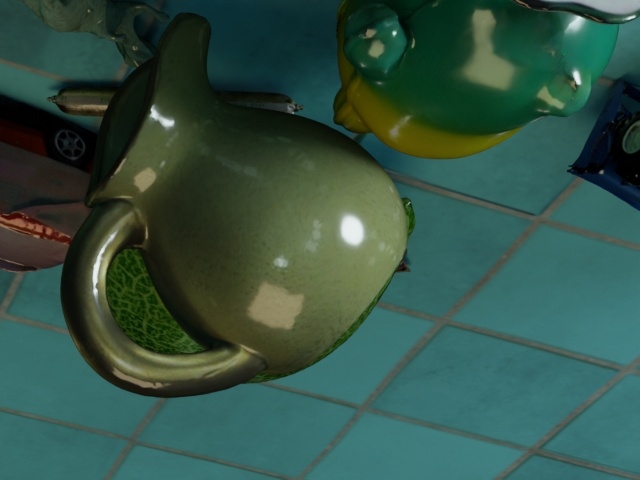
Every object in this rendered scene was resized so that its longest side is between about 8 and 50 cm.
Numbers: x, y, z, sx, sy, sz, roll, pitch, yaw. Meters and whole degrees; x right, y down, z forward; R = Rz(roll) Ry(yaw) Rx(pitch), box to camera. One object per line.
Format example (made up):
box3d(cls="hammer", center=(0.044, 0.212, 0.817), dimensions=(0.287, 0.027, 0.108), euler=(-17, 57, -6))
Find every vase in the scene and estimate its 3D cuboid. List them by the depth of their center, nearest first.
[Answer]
box3d(cls="vase", center=(-0.106, -0.003, 1.689), dimensions=(0.302, 0.329, 0.241), euler=(40, 153, -8))

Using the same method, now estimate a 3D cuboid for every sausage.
box3d(cls="sausage", center=(-0.151, -0.141, 1.902), dimensions=(0.269, 0.033, 0.033), euler=(2, 146, 4))

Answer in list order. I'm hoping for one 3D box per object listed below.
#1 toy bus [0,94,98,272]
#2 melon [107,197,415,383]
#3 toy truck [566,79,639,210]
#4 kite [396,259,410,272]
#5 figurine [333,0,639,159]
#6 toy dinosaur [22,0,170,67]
box3d(cls="toy bus", center=(-0.371, -0.072, 1.940), dimensions=(0.303, 0.147, 0.127), euler=(21, 149, -21))
box3d(cls="melon", center=(-0.096, 0.041, 2.011), dimensions=(0.331, 0.226, 0.343), euler=(0, 129, -16))
box3d(cls="toy truck", center=(0.355, -0.101, 1.811), dimensions=(0.113, 0.126, 0.208), euler=(26, 154, -31))
box3d(cls="kite", center=(0.000, 0.000, 2.118), dimensions=(0.234, 0.016, 0.321), euler=(18, 145, -22))
box3d(cls="figurine", center=(0.145, -0.188, 1.603), dimensions=(0.324, 0.231, 0.340), euler=(-18, 166, -26))
box3d(cls="toy dinosaur", center=(-0.251, -0.247, 1.705), dimensions=(0.129, 0.076, 0.383), euler=(-15, 147, 38))
